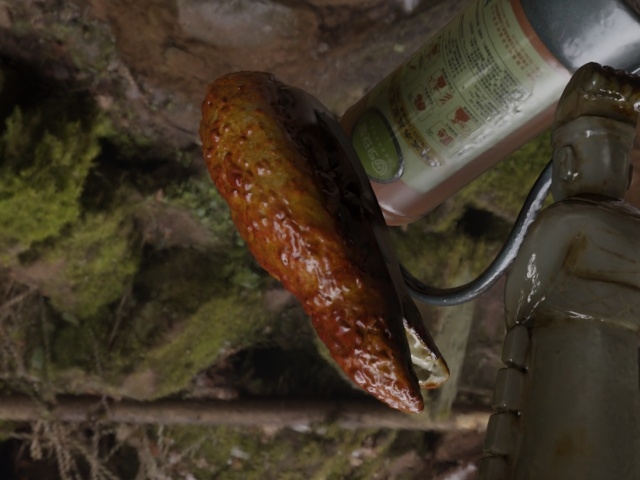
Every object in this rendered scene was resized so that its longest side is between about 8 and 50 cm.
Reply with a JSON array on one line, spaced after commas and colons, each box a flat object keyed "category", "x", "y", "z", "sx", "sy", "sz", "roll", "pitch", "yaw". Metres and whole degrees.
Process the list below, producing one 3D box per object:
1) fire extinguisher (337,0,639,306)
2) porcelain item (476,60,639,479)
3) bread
[{"category": "fire extinguisher", "x": 0.110, "y": -0.073, "z": 0.731, "sx": 0.113, "sy": 0.200, "sz": 0.376, "roll": 3, "pitch": 155, "yaw": -37}, {"category": "porcelain item", "x": 0.110, "y": 0.028, "z": 0.393, "sx": 0.084, "sy": 0.213, "sz": 0.054, "roll": 14, "pitch": 161, "yaw": -19}, {"category": "bread", "x": -0.004, "y": -0.003, "z": 0.628, "sx": 0.095, "sy": 0.269, "sz": 0.139, "roll": -29, "pitch": 169, "yaw": 19}]
